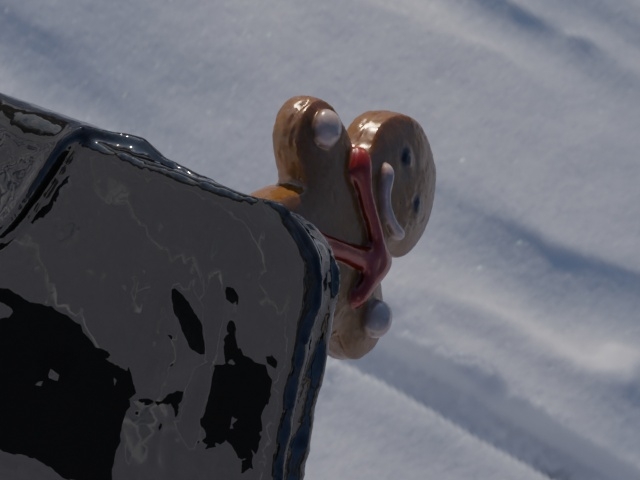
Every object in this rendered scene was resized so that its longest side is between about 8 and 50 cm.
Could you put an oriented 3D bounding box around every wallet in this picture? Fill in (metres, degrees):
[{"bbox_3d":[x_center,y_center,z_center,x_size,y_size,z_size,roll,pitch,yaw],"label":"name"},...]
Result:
[{"bbox_3d":[-0.155,0.029,0.645,0.377,0.197,0.051,20,18,28],"label":"wallet"}]

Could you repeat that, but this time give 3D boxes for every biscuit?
[{"bbox_3d":[0.002,0.001,0.978,0.324,0.049,0.205,-37,123,-50],"label":"biscuit"}]
